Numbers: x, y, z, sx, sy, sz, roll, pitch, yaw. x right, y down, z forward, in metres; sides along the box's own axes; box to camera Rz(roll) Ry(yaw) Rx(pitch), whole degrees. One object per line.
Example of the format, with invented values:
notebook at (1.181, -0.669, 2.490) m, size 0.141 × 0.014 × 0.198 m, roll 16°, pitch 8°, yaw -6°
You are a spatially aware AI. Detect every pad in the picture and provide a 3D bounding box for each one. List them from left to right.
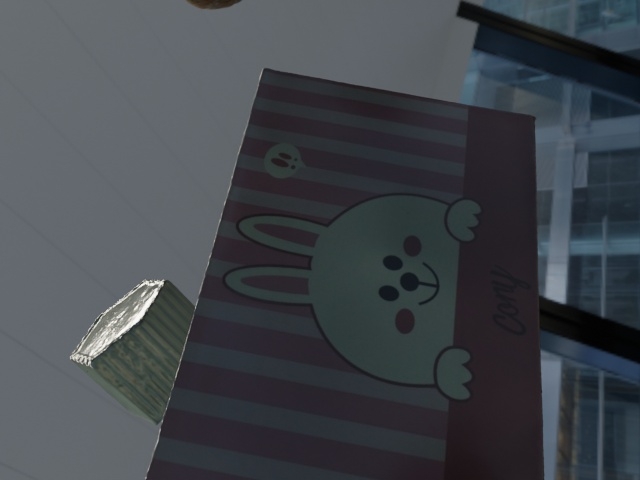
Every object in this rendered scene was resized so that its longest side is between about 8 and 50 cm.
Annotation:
pad at (0.033, 0.020, 0.358) m, size 0.005 × 0.202 × 0.299 m, roll 99°, pitch -178°, yaw -60°

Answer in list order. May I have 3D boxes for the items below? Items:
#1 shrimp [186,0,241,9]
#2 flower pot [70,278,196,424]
shrimp at (-0.128, -0.453, 0.919) m, size 0.152 × 0.287 × 0.062 m, roll -7°, pitch -108°, yaw -30°
flower pot at (-0.325, 0.209, 1.160) m, size 0.189 × 0.239 × 0.209 m, roll 53°, pitch 180°, yaw -23°
